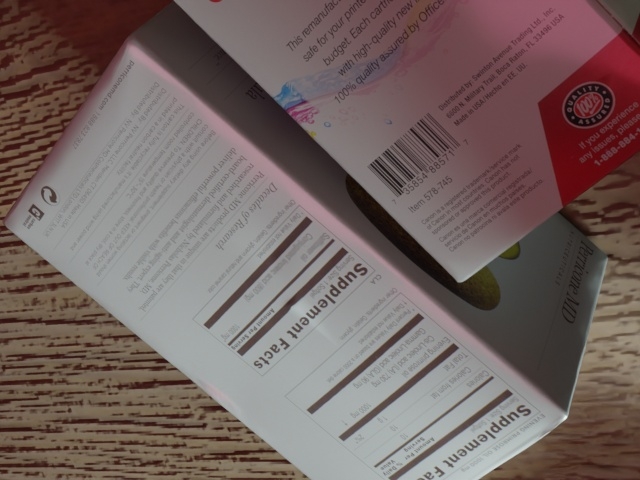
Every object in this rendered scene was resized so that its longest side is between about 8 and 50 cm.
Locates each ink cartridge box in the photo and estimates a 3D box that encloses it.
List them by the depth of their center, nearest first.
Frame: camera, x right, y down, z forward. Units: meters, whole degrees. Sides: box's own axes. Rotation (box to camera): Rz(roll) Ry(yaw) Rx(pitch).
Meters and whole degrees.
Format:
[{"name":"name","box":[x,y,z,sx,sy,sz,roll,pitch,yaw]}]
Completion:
[{"name":"ink cartridge box","box":[0.054,-0.104,0.466,0.176,0.127,0.128,44,127,-8]}]

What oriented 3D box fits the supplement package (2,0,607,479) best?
[{"name":"supplement package","box":[0.000,0.000,0.547,0.244,0.139,0.134,40,127,-6]}]
